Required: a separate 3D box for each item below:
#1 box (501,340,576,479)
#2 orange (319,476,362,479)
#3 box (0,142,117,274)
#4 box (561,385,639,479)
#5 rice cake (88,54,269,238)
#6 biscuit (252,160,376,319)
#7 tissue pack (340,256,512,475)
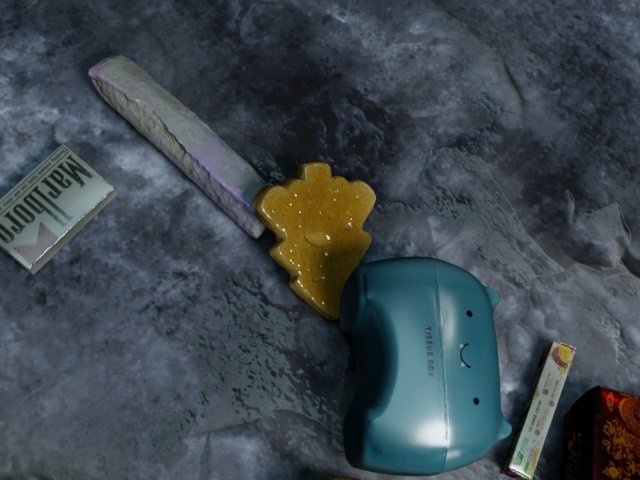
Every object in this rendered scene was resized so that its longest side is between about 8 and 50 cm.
[{"bbox_3d":[0.318,0.248,1.175,0.041,0.050,0.207,25,70,4],"label":"box"},{"bbox_3d":[0.025,0.413,1.022,0.224,0.170,0.224,3,70,-7],"label":"orange"},{"bbox_3d":[-0.407,-0.051,1.207,0.115,0.036,0.177,39,71,7],"label":"box"},{"bbox_3d":[0.532,0.381,1.081,0.416,0.115,0.264,16,53,1],"label":"box"},{"bbox_3d":[-0.203,-0.145,1.244,0.399,0.064,0.070,42,50,9],"label":"rice cake"},{"bbox_3d":[0.000,0.000,1.201,0.212,0.041,0.238,-6,89,-36],"label":"biscuit"},{"bbox_3d":[0.138,0.173,1.102,0.206,0.198,0.287,3,69,-9],"label":"tissue pack"}]
